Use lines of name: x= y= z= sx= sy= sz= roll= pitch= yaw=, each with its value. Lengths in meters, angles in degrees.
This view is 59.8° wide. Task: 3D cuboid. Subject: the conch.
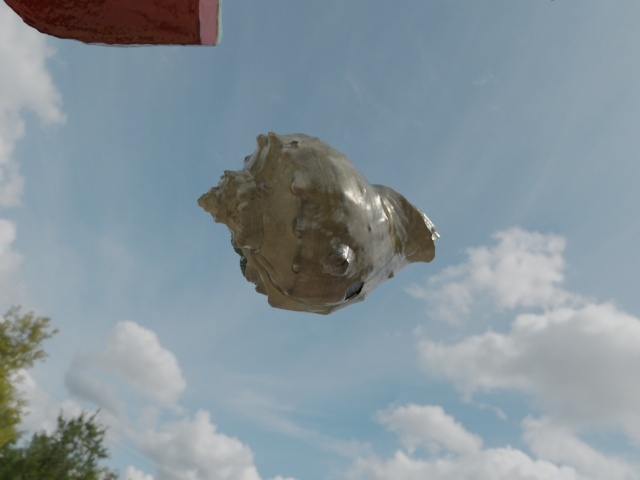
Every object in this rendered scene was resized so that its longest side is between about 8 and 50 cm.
conch: x=-0.004 y=0.007 z=0.730 sx=0.324 sy=0.186 sz=0.263 roll=22 pitch=-44 yaw=-8

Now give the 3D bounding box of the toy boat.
toy boat: x=-0.293 y=-0.352 z=0.789 sx=0.332 sy=0.133 sz=0.145 roll=9 pitch=-64 yaw=8

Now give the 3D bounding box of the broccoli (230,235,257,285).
broccoli: x=-0.085 y=-0.013 z=1.275 sx=0.270 sy=0.270 sz=0.270 roll=24 pitch=-72 yaw=9
